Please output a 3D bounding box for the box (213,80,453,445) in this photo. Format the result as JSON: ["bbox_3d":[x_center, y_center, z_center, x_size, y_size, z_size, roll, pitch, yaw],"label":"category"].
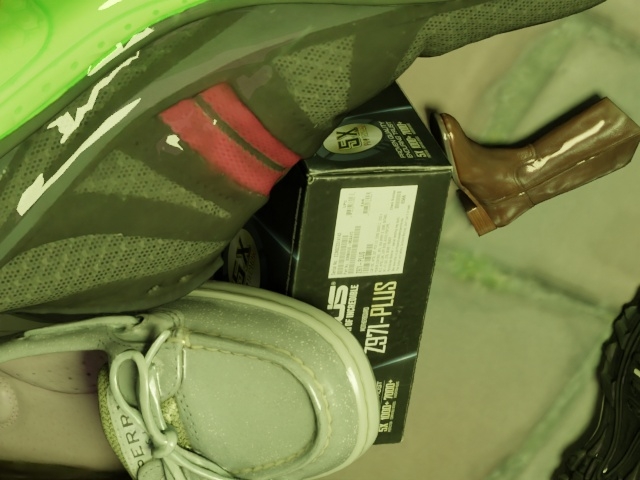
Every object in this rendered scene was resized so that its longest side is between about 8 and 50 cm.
[{"bbox_3d":[0.000,0.000,0.934,0.078,0.147,0.180,-3,125,-17],"label":"box"}]

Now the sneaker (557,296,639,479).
[{"bbox_3d":[0.242,0.117,1.133,0.108,0.100,0.271,-4,129,-32],"label":"sneaker"}]

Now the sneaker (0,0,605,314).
[{"bbox_3d":[-0.068,-0.088,0.776,0.483,0.185,0.202,-20,149,-8],"label":"sneaker"}]

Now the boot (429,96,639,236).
[{"bbox_3d":[0.127,-0.060,1.001,0.114,0.037,0.106,-25,140,5],"label":"boot"}]

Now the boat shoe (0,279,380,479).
[{"bbox_3d":[-0.122,0.092,0.892,0.320,0.103,0.118,0,113,28],"label":"boat shoe"}]
